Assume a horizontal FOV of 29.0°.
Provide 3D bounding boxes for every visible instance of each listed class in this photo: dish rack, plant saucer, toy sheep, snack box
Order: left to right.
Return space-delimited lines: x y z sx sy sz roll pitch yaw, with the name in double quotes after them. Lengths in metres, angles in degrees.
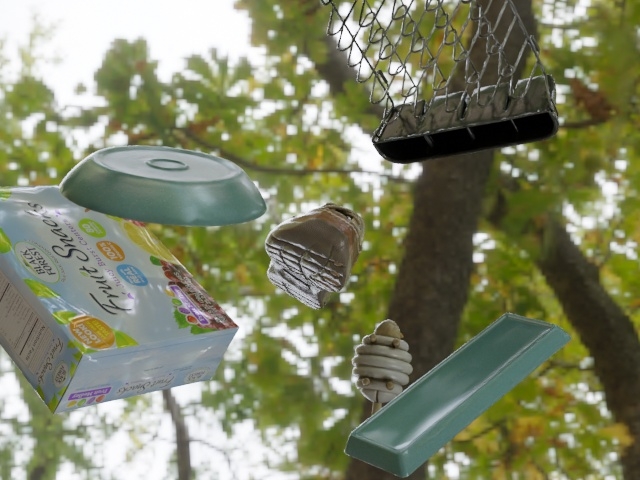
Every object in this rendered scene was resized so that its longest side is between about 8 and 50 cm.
-0.198 0.040 1.034 0.207 0.174 0.070 44 -61 29 "snack box"
-0.089 -0.035 0.711 0.119 0.119 0.021 -141 -124 -61 "plant saucer"
0.082 0.171 1.667 0.091 0.091 0.132 -13 -119 66 "toy sheep"
0.107 -0.204 1.250 0.208 0.271 0.074 -9 -135 30 "dish rack"
0.104 0.109 0.928 0.067 0.192 0.018 13 -53 49 "plant saucer"

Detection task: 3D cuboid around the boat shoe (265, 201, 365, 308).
0.000 0.000 1.657 0.116 0.123 0.324 -56 -178 -14 "boat shoe"
